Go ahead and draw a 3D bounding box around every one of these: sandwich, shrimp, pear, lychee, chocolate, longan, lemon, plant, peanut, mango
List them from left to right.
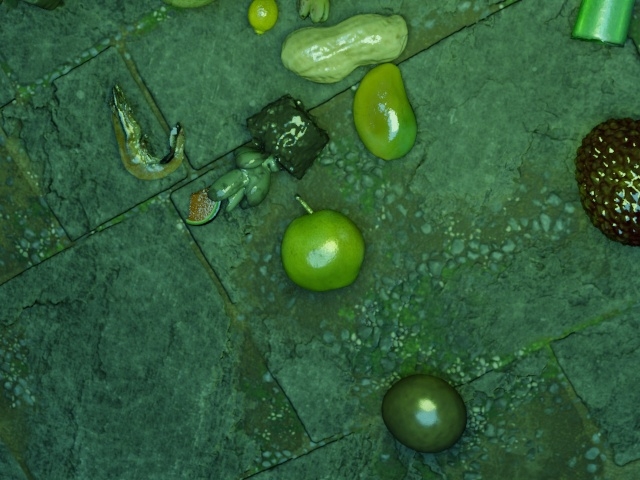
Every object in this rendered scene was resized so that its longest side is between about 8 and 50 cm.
[{"bbox_3d":[-0.371,-0.235,1.950,0.152,0.046,0.219,-16,105,13],"label":"shrimp"},{"bbox_3d":[-0.248,-0.076,1.984,0.069,0.026,0.101,15,103,9],"label":"sandwich"},{"bbox_3d":[-0.118,-0.168,1.876,0.274,0.146,0.149,-44,51,18],"label":"plant"},{"bbox_3d":[-0.116,-0.454,1.849,0.062,0.062,0.083,15,104,5],"label":"lemon"},{"bbox_3d":[0.000,0.000,1.906,0.180,0.166,0.216,-19,78,25],"label":"pear"},{"bbox_3d":[0.048,-0.378,1.817,0.257,0.123,0.123,-9,102,9],"label":"peanut"},{"bbox_3d":[0.127,-0.255,1.855,0.122,0.085,0.191,-17,91,23],"label":"mango"},{"bbox_3d":[0.221,0.375,1.964,0.185,0.159,0.204,16,145,21],"label":"longan"},{"bbox_3d":[0.554,-0.512,1.716,0.110,0.110,0.291,13,103,5],"label":"chocolate"},{"bbox_3d":[0.604,-0.109,1.744,0.236,0.236,0.271,-44,73,16],"label":"lychee"}]

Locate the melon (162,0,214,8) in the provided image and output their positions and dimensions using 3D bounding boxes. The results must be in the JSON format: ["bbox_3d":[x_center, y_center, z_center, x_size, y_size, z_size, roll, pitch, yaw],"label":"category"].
[{"bbox_3d":[-0.229,-0.600,1.734,0.249,0.248,0.329,28,115,1],"label":"melon"}]

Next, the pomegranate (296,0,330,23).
[{"bbox_3d":[-0.002,-0.534,1.760,0.202,0.202,0.247,20,134,3],"label":"pomegranate"}]

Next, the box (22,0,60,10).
[{"bbox_3d":[-0.625,-0.560,1.859,0.210,0.148,0.129,21,98,1],"label":"box"}]
